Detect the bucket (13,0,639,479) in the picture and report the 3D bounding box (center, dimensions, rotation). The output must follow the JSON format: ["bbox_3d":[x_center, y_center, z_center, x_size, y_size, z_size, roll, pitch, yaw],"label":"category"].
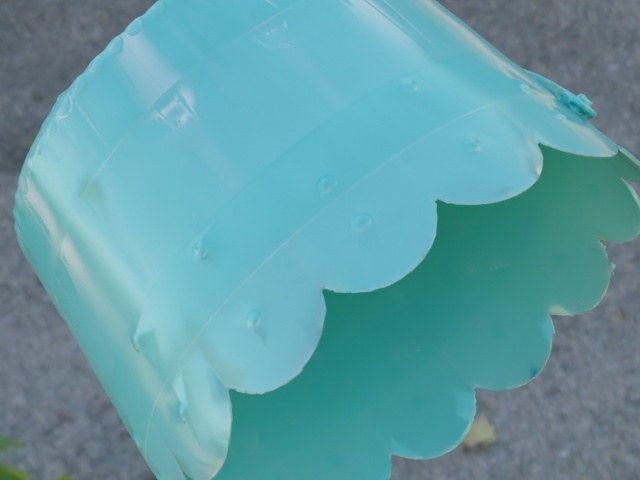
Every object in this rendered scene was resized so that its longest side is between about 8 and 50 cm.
[{"bbox_3d":[0.000,0.000,0.785,0.281,0.281,0.183,-36,66,-10],"label":"bucket"}]
